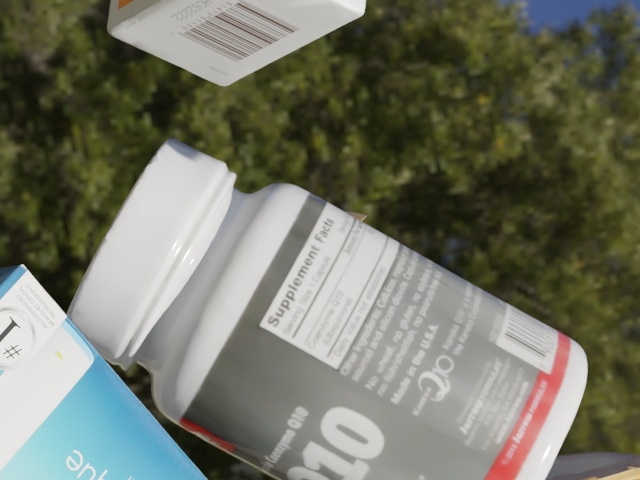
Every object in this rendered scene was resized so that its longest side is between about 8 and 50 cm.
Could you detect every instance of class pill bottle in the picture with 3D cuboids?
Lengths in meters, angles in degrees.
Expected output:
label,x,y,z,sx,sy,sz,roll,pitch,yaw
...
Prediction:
label,x,y,z,sx,sy,sz,roll,pitch,yaw
pill bottle,0.000,0.067,1.060,0.161,0.283,0.161,-61,-179,2

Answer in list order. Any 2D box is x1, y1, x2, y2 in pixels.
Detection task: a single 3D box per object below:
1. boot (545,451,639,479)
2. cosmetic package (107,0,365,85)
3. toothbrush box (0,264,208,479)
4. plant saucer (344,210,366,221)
label,x,y,z,sx,sy,sz,roll,pitch,yaw
boot,0.170,0.309,1.502,0.104,0.295,0.211,4,-73,64
cosmetic package,-0.072,-0.417,1.829,0.230,0.161,0.453,-22,-125,45
toothbrush box,-0.214,0.190,0.949,0.126,0.295,0.216,-6,-53,52
plant saucer,0.000,0.000,1.420,0.015,0.083,0.083,53,-22,-2
